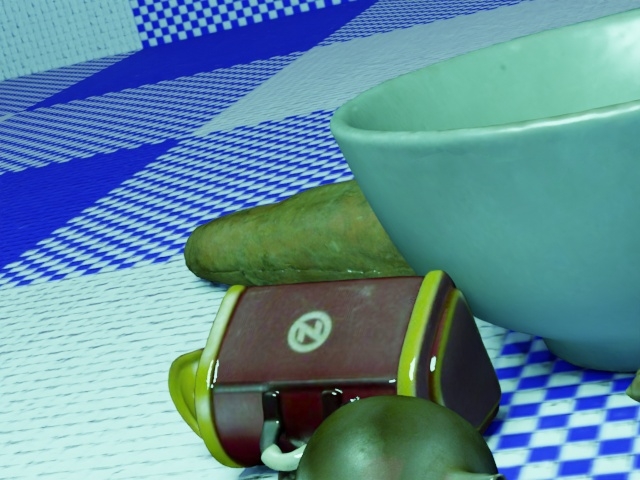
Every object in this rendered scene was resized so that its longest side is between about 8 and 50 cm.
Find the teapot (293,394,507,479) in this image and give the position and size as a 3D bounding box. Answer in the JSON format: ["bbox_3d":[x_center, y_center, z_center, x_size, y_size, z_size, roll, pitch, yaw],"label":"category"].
[{"bbox_3d":[0.019,0.106,0.491,0.121,0.076,0.068,-38,15,24],"label":"teapot"}]

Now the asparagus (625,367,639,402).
[{"bbox_3d":[0.253,0.034,0.509,0.287,0.080,0.080,-9,16,23],"label":"asparagus"}]

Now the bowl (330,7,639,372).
[{"bbox_3d":[0.159,-0.026,0.683,0.289,0.146,0.289,-15,13,3],"label":"bowl"}]

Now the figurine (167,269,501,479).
[{"bbox_3d":[-0.005,0.077,0.636,0.154,0.082,0.098,-7,37,30],"label":"figurine"}]

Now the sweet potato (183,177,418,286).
[{"bbox_3d":[0.000,0.000,0.902,0.273,0.075,0.075,-8,16,39],"label":"sweet potato"}]
